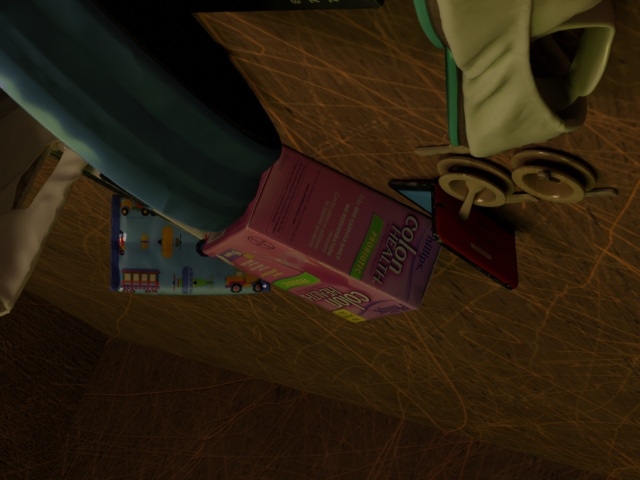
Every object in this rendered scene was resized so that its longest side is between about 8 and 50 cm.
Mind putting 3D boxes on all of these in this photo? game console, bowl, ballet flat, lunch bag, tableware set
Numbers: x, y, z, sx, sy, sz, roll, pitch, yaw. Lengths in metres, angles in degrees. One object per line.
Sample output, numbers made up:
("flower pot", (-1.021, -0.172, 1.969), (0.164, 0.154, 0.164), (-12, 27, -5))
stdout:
("game console", (0.152, -0.006, 1.315), (0.144, 0.124, 0.085), (31, 135, -33))
("bowl", (-0.175, -0.174, 0.827), (0.391, 0.077, 0.391), (47, -171, -9))
("ballet flat", (0.133, -0.165, 0.765), (0.139, 0.139, 0.400), (16, 168, 16))
("lunch bag", (-0.202, 0.014, 1.690), (0.221, 0.138, 0.293), (1, 177, -10))
("tableware set", (0.194, -0.056, 1.166), (0.128, 0.039, 0.194), (31, 162, -32))

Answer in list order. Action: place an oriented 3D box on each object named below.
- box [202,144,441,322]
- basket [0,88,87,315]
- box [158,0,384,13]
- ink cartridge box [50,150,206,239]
("box", (0.000, 0.000, 1.463), (0.243, 0.117, 0.213), (25, 164, -15))
("basket", (-0.453, -0.135, 1.229), (0.266, 0.328, 0.331), (10, 162, 48))
("box", (-0.058, -0.238, 0.756), (0.207, 0.108, 0.153), (9, 161, 38))
("ink cartridge box", (-0.268, -0.101, 1.426), (0.165, 0.065, 0.332), (32, 177, -36))
